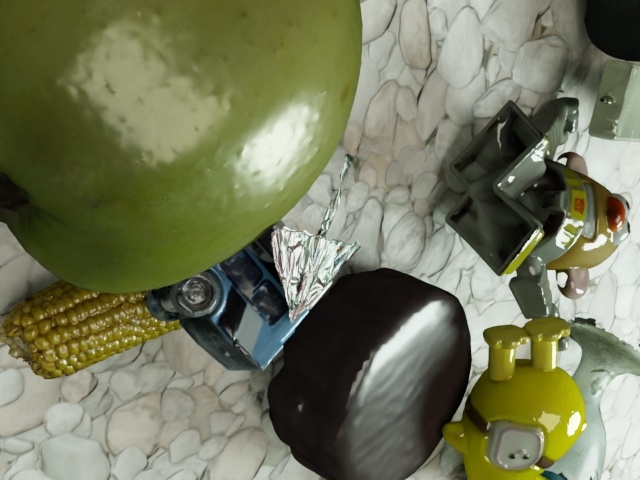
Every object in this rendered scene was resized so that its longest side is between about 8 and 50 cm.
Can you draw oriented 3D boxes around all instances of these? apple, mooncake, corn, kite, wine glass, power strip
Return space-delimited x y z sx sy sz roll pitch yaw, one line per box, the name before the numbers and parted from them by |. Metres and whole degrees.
apple | -0.144 -0.147 0.591 0.311 0.320 0.360 77 34 -56
mooncake | 0.065 0.169 0.958 0.283 0.141 0.283 -23 126 -37
corn | -0.166 0.049 0.763 0.293 0.106 0.106 -24 120 -29
kite | 0.000 0.000 0.659 0.139 0.011 0.156 13 98 -58
wine glass | 0.380 0.305 1.220 0.190 0.190 0.357 42 77 -39
power strip | 0.482 -0.198 1.132 0.367 0.043 0.106 -7 111 -50

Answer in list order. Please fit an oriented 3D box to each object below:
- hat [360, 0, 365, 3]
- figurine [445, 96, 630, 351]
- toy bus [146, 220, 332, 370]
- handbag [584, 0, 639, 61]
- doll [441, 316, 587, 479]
hat | -0.007 -0.341 0.708 0.219 0.164 0.226 -60 148 -1
figurine | 0.305 -0.037 1.037 0.285 0.167 0.342 20 93 -45
toy bus | -0.131 -0.023 0.684 0.131 0.106 0.297 -44 102 -26
handbag | 0.455 -0.374 1.010 0.181 0.181 0.254 -22 120 -20
doll | 0.256 0.267 1.016 0.200 0.145 0.363 -6 115 -4
